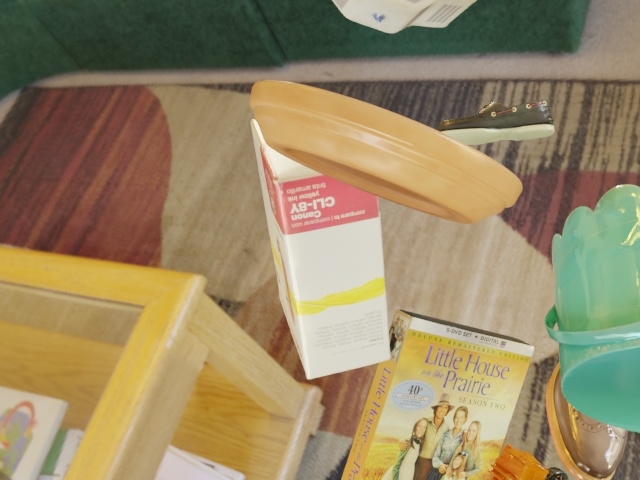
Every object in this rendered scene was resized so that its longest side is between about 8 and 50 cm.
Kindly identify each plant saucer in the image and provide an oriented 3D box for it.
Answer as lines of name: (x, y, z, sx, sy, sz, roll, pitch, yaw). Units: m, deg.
plant saucer: (0.040, -0.056, 0.497, 0.200, 0.200, 0.037, 21, 90, 34)

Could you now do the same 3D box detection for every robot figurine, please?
robot figurine: (0.351, 0.390, 0.935, 0.085, 0.291, 0.211, -49, 27, -10)

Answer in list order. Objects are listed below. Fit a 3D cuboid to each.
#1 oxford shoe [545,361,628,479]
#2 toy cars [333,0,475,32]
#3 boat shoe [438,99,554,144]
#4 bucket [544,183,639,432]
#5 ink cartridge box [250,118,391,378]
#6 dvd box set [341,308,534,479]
oxford shoe: (0.451, 0.203, 1.118, 0.130, 0.133, 0.364, 20, 55, 0)
toy cars: (0.007, -0.270, 0.614, 0.176, 0.393, 0.087, 7, 81, 35)
boat shoe: (0.199, -0.135, 0.807, 0.133, 0.049, 0.042, -6, 82, 4)
bucket: (0.381, 0.082, 0.750, 0.281, 0.281, 0.183, -3, 54, 23)
ink cartridge box: (0.000, 0.000, 1.214, 0.160, 0.385, 0.279, -12, 31, -8)
dvd box set: (0.213, 0.360, 1.316, 0.062, 0.307, 0.420, 24, 96, 62)
